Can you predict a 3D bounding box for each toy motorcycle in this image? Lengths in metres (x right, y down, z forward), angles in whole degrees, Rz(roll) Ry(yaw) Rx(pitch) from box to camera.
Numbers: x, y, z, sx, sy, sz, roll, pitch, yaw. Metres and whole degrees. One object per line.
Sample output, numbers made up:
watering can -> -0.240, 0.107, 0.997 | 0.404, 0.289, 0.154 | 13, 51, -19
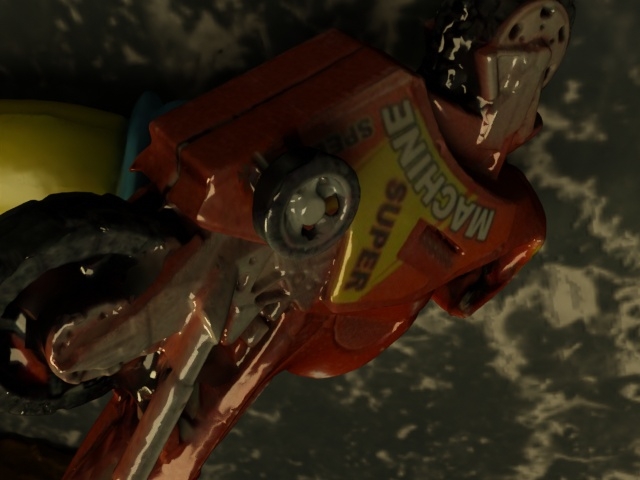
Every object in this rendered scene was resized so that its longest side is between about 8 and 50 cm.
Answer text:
toy motorcycle -> -0.001, -0.002, 0.388 | 0.298, 0.089, 0.171 | -32, 143, -19

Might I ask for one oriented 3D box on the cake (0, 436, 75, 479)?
cake -> -0.255, 0.279, 0.573 | 0.198, 0.293, 0.196 | 14, 127, -9

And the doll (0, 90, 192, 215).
doll -> -0.210, 0.006, 0.456 | 0.363, 0.145, 0.199 | -19, 136, 16
